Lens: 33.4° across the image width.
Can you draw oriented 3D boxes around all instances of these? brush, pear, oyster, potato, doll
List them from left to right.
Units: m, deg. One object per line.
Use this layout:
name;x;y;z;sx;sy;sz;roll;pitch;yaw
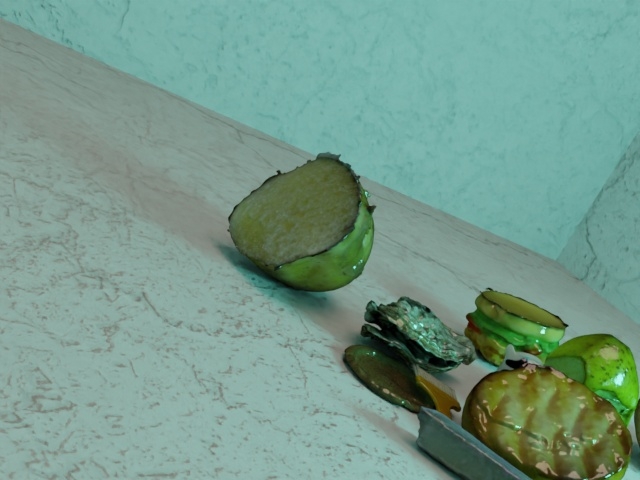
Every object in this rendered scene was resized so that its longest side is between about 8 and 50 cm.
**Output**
potato;0.000;0.000;2.149;0.237;0.301;0.288;53;18;-44
oyster;0.188;0.185;2.082;0.198;0.112;0.268;33;6;27
brush;0.215;0.305;1.863;0.103;0.013;0.272;35;17;-14
doll;0.451;0.304;2.227;0.181;0.110;0.107;32;-7;-5
pear;0.530;0.312;2.061;0.238;0.255;0.164;26;11;-38

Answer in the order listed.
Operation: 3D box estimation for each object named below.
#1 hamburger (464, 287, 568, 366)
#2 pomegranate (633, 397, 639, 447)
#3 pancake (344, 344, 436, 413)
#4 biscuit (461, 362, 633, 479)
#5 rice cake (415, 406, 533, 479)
hamburger;0.443;0.220;2.453;0.237;0.149;0.237;21;10;-4
pomegranate;0.838;0.416;2.300;0.322;0.322;0.322;28;13;-7
pancake;0.128;0.249;1.918;0.199;0.021;0.199;28;15;-8
biscuit;0.388;0.337;1.844;0.296;0.102;0.296;9;31;-5
rice cake;0.309;0.397;1.660;0.399;0.064;0.070;35;8;20
